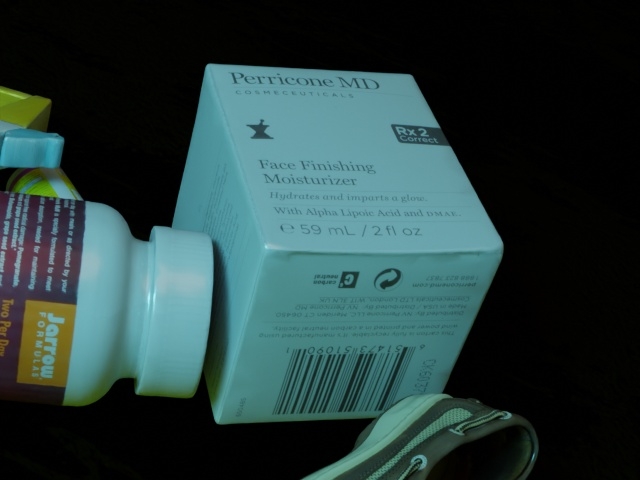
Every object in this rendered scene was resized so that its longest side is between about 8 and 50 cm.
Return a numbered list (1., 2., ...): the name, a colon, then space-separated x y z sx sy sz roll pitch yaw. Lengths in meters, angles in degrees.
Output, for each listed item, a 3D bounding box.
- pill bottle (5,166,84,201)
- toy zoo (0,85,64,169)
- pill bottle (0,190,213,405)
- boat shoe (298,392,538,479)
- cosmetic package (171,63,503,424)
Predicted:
1. pill bottle: -0.178 -0.015 0.799 0.043 0.043 0.083 -15 49 -33
2. toy zoo: -0.311 -0.095 0.789 0.293 0.030 0.192 17 17 4
3. pill bottle: -0.179 0.032 0.682 0.221 0.121 0.121 7 40 -12
4. boat shoe: 0.036 0.157 0.610 0.095 0.095 0.257 -3 26 36
5. cosmetic package: 0.000 0.000 0.759 0.151 0.151 0.184 0 42 -20
